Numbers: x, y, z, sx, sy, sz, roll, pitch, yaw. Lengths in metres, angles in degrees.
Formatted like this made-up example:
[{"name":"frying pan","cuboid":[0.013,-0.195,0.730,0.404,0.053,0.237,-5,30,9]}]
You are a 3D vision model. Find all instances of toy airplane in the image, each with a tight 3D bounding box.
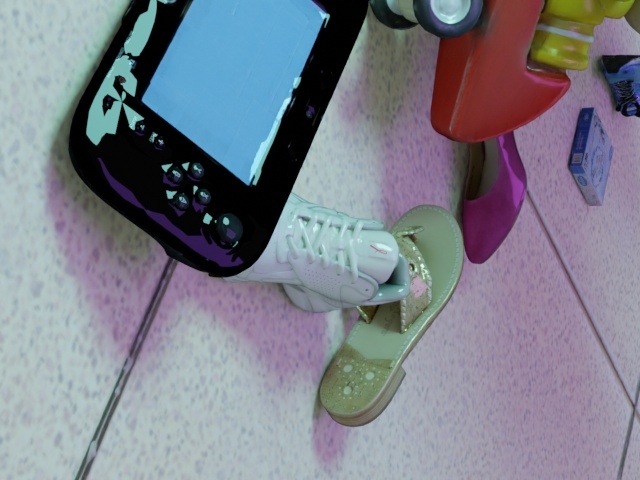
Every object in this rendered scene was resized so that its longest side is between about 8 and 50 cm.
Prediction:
[{"name":"toy airplane","cuboid":[0.254,-0.293,1.317,0.272,0.384,0.386,30,46,-20]}]

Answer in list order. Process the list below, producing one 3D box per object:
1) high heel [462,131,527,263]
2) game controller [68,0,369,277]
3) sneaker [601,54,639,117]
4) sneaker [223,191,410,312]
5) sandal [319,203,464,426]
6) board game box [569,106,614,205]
[{"name":"high heel","cuboid":[0.155,-0.103,1.484,0.117,0.082,0.244,16,90,-27]},{"name":"game controller","cuboid":[-0.066,-0.130,1.054,0.166,0.067,0.319,44,50,-30]},{"name":"sneaker","cuboid":[0.411,-0.200,1.912,0.162,0.063,0.073,17,79,-59]},{"name":"sneaker","cuboid":[0.000,0.000,1.147,0.232,0.115,0.090,23,70,-58]},{"name":"sandal","cuboid":[0.058,0.043,1.277,0.240,0.088,0.079,-64,148,-29]},{"name":"board game box","cuboid":[0.340,-0.104,1.830,0.090,0.020,0.090,51,47,-47]}]
